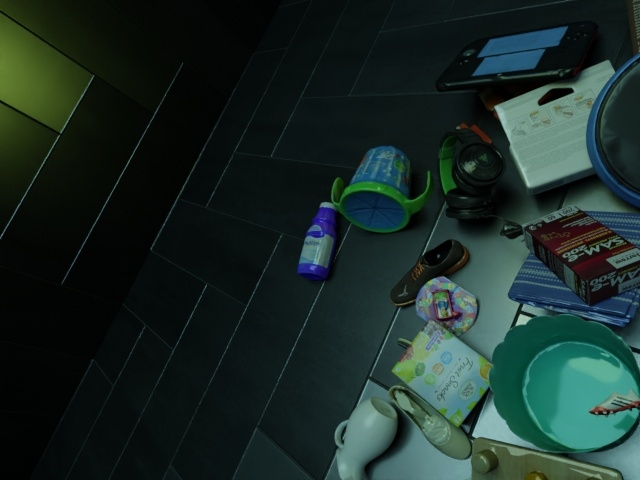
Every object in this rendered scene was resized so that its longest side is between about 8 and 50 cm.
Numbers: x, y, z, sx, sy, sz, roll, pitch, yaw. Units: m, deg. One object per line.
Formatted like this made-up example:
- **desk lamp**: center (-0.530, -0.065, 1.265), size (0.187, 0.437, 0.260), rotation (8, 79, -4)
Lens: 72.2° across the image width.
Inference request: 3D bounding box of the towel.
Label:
- **towel**: center (0.601, 0.044, 0.988), size (0.243, 0.040, 0.336), rotation (9, 45, 45)

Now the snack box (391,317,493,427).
- **snack box**: center (0.316, 0.329, 1.112), size (0.207, 0.070, 0.175), rotation (36, 93, 26)

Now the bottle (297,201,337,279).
- **bottle**: center (0.000, 0.000, 1.602), size (0.118, 0.092, 0.283), rotation (-3, 65, 42)

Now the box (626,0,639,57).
- **box**: center (0.877, -0.500, 1.074), size (0.191, 0.143, 0.382), rotation (-7, 64, 39)

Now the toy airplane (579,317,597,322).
- **toy airplane**: center (0.617, 0.138, 1.022), size (0.151, 0.028, 0.151), rotation (-20, 56, 33)

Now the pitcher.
- **pitcher**: center (0.112, 0.522, 1.202), size (0.207, 0.125, 0.178), rotation (-62, 27, 11)

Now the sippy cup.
- **sippy cup**: center (0.201, -0.180, 1.449), size (0.240, 0.305, 0.224), rotation (110, 180, -62)

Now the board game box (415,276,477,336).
- **board game box**: center (0.340, 0.180, 1.202), size (0.168, 0.033, 0.133), rotation (35, 100, 28)

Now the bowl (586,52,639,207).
- **bowl**: center (0.788, -0.246, 0.927), size (0.390, 0.077, 0.392), rotation (3, 96, 33)

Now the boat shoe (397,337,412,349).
- **boat shoe**: center (0.270, 0.317, 1.210), size (0.152, 0.056, 0.049), rotation (21, 77, 46)

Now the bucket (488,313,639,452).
- **bucket**: center (0.513, 0.302, 0.911), size (0.281, 0.183, 0.281), rotation (-21, 54, 32)

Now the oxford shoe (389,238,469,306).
- **oxford shoe**: center (0.298, 0.088, 1.283), size (0.271, 0.098, 0.097), rotation (-43, 45, 15)

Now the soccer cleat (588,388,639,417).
- **soccer cleat**: center (0.513, 0.285, 0.769), size (0.083, 0.029, 0.036), rotation (-25, 43, 24)

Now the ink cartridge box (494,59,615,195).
- **ink cartridge box**: center (0.641, -0.287, 1.135), size (0.296, 0.066, 0.261), rotation (-20, 67, 18)

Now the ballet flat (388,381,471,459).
- **ballet flat**: center (0.266, 0.454, 1.118), size (0.086, 0.086, 0.248), rotation (-56, 44, 2)

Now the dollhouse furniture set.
- **dollhouse furniture set**: center (0.547, -0.364, 1.289), size (0.259, 0.135, 0.262), rotation (-40, 46, 17)

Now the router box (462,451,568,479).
- **router box**: center (0.421, 0.639, 0.874), size (0.301, 0.082, 0.336), rotation (-33, 49, 24)

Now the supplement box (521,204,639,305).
- **supplement box**: center (0.558, 0.022, 0.943), size (0.130, 0.073, 0.239), rotation (-23, 30, 4)

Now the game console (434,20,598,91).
- **game console**: center (0.575, -0.542, 1.294), size (0.386, 0.060, 0.342), rotation (7, 41, 38)

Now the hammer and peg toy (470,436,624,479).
- **hammer and peg toy**: center (0.398, 0.566, 0.776), size (0.265, 0.127, 0.362), rotation (-5, 76, 40)

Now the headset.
- **headset**: center (0.447, -0.150, 1.209), size (0.185, 0.244, 0.394), rotation (-10, 46, -5)
